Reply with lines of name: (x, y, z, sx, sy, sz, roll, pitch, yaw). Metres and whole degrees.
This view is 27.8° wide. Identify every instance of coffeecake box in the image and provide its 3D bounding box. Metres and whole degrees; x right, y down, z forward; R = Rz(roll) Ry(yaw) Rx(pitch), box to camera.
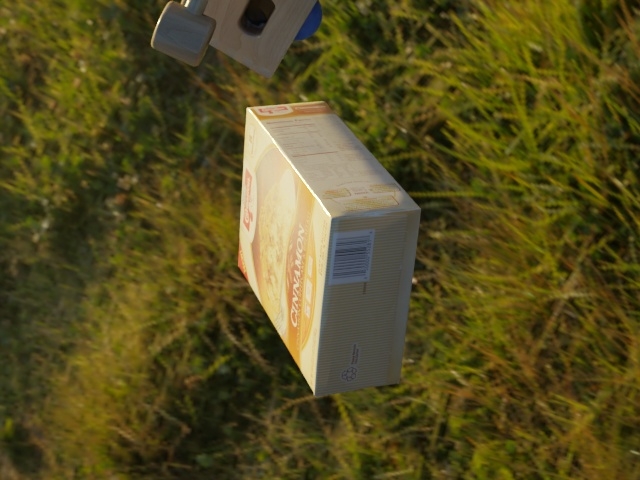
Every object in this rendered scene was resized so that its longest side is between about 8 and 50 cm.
coffeecake box: (0.000, 0.000, 0.944, 0.185, 0.068, 0.142, -126, 35, -55)

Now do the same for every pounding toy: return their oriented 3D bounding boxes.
pounding toy: (-0.030, -0.184, 0.872, 0.094, 0.181, 0.206, 30, 62, -7)
